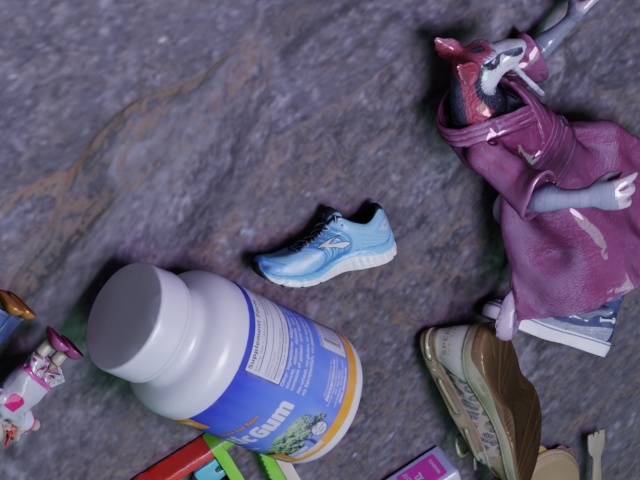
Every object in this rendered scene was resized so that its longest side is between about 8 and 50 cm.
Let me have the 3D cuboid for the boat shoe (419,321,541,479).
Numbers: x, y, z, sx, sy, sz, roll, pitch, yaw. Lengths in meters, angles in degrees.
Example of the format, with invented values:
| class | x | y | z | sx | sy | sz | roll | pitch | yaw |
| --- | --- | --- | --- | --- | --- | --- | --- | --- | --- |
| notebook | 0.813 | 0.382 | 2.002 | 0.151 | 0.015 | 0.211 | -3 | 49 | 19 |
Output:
| class | x | y | z | sx | sy | sz | roll | pitch | yaw |
| --- | --- | --- | --- | --- | --- | --- | --- | --- | --- |
| boat shoe | 0.197 | 0.195 | 1.843 | 0.104 | 0.089 | 0.285 | -63 | 145 | -38 |

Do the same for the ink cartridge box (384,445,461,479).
| class | x | y | z | sx | sy | sz | roll | pitch | yaw |
| --- | --- | --- | --- | --- | --- | --- | --- | --- | --- |
| ink cartridge box | 0.053 | 0.403 | 1.915 | 0.311 | 0.065 | 0.185 | -33 | 133 | -10 |

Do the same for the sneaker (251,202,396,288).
| class | x | y | z | sx | sy | sz | roll | pitch | yaw |
| --- | --- | --- | --- | --- | --- | --- | --- | --- | --- |
| sneaker | 0.000 | 0.000 | 1.607 | 0.162 | 0.063 | 0.073 | -17 | 112 | -25 |

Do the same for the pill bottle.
| class | x | y | z | sx | sy | sz | roll | pitch | yaw |
| --- | --- | --- | --- | --- | --- | --- | --- | --- | --- |
| pill bottle | -0.098 | 0.120 | 1.558 | 0.272 | 0.152 | 0.152 | 27 | 105 | -41 |

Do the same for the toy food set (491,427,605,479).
| class | x | y | z | sx | sy | sz | roll | pitch | yaw |
| --- | --- | --- | --- | --- | --- | --- | --- | --- | --- |
| toy food set | 0.283 | 0.318 | 1.999 | 0.192 | 0.038 | 0.132 | -19 | 120 | -28 |

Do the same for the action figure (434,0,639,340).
| class | x | y | z | sx | sy | sz | roll | pitch | yaw |
| --- | --- | --- | --- | --- | --- | --- | --- | --- | --- |
| action figure | 0.215 | -0.095 | 1.614 | 0.276 | 0.248 | 0.370 | -21 | 134 | 35 |

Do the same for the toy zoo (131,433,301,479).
| class | x | y | z | sx | sy | sz | roll | pitch | yaw |
| --- | --- | --- | --- | --- | --- | --- | --- | --- | --- |
| toy zoo | -0.160 | 0.325 | 1.751 | 0.293 | 0.030 | 0.192 | -32 | 133 | -8 |

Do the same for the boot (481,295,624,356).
| class | x | y | z | sx | sy | sz | roll | pitch | yaw |
| --- | --- | --- | --- | --- | --- | --- | --- | --- | --- |
| boot | 0.274 | 0.074 | 1.822 | 0.190 | 0.069 | 0.086 | 18 | 90 | -35 |

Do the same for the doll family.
| class | x | y | z | sx | sy | sz | roll | pitch | yaw |
| --- | --- | --- | --- | --- | --- | --- | --- | --- | --- |
| doll family | -0.351 | 0.108 | 1.444 | 0.163 | 0.118 | 0.263 | -47 | 151 | -2 |
